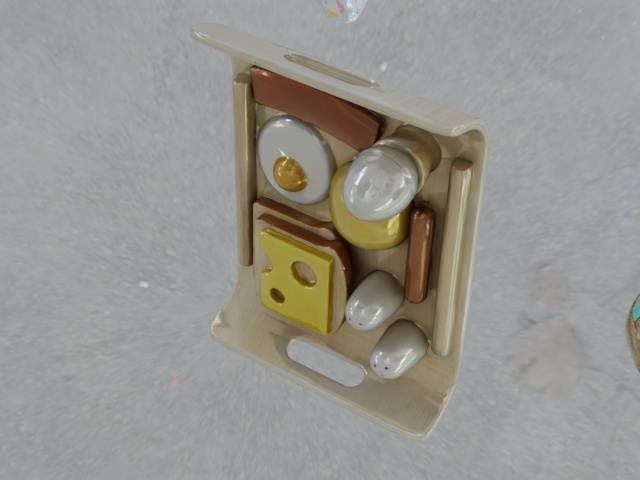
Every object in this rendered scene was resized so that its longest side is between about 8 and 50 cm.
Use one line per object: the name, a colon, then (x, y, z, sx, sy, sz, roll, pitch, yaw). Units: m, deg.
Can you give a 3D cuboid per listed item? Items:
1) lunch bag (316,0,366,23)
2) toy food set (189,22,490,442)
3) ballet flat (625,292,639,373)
lunch bag: (0.015, -0.257, 1.162, 0.053, 0.083, 0.071, -21, 130, -1)
toy food set: (0.000, 0.000, 0.911, 0.220, 0.306, 0.092, 23, 44, 24)
ballet flat: (0.365, 0.045, 0.737, 0.342, 0.124, 0.116, 4, 54, 3)
